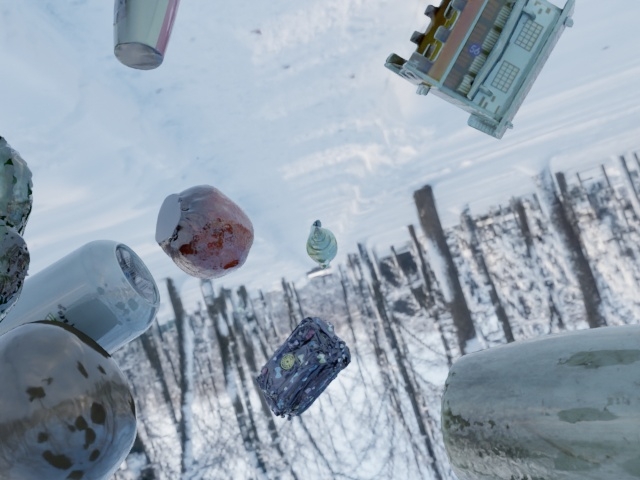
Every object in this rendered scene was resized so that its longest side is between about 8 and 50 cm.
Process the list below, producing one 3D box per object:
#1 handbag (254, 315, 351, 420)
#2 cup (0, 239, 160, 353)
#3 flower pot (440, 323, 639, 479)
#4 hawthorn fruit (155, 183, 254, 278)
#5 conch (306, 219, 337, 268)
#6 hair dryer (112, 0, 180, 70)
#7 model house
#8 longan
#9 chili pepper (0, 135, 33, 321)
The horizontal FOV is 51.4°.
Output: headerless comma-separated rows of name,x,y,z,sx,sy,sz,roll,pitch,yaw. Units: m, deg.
handbag,-0.043,0.313,1.622,0.260,0.162,0.113,-48,147,11
cup,-0.468,0.140,1.232,0.312,0.205,0.205,-32,174,5
flower pot,0.380,0.277,1.032,0.330,0.294,0.293,-8,-178,36
hawthorn fruit,-0.253,-0.006,1.522,0.215,0.215,0.250,-18,144,16
conch,-0.005,0.005,1.383,0.065,0.088,0.180,-32,157,-12
hair dryer,-0.176,-0.206,0.495,0.154,0.106,0.054,24,149,-36
model house,0.247,-0.304,1.033,0.215,0.224,0.198,25,-169,-13
longan,-0.437,0.272,1.037,0.300,0.300,0.243,-16,177,-12
chili pepper,-0.356,0.007,0.460,0.256,0.233,0.248,-34,140,30
